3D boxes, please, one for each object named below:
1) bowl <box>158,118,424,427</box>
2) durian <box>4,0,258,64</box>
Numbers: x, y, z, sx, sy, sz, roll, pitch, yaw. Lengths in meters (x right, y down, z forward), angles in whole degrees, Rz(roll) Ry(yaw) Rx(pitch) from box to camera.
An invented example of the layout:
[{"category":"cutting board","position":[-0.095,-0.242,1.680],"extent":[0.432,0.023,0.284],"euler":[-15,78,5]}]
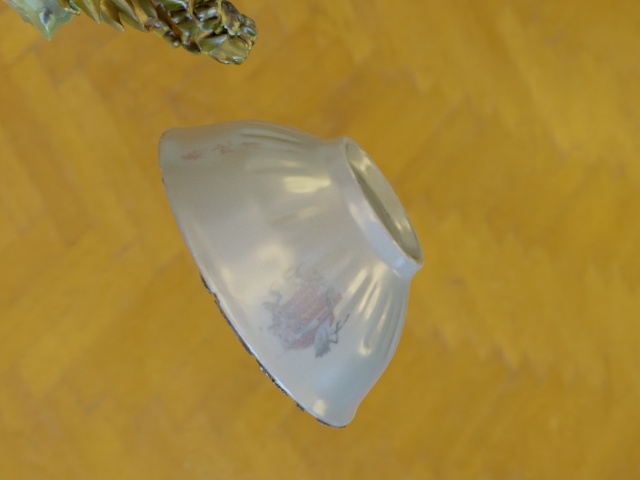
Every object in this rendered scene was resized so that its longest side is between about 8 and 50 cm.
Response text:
[{"category":"bowl","position":[0.000,0.000,1.049],"extent":[0.189,0.086,0.189],"euler":[53,15,-21]},{"category":"durian","position":[-0.130,-0.215,0.958],"extent":[0.172,0.166,0.306],"euler":[-31,90,-19]}]
